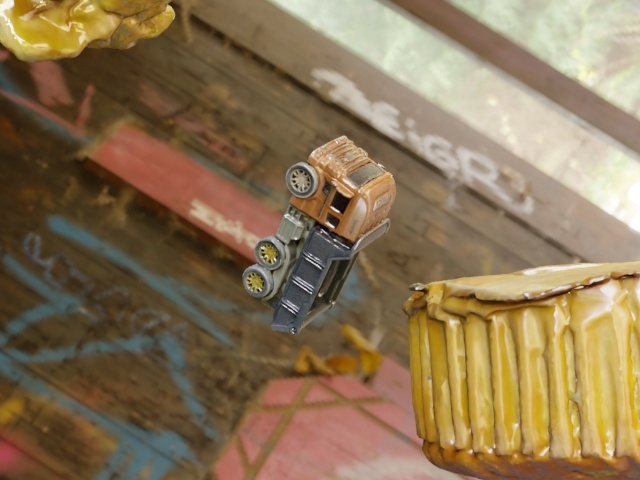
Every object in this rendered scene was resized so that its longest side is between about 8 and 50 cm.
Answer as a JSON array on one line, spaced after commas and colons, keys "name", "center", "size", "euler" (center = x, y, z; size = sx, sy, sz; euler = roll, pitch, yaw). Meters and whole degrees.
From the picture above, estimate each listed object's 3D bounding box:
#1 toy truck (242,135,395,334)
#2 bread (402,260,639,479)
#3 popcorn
[{"name": "toy truck", "center": [0.000, 0.000, 1.137], "size": [0.083, 0.092, 0.192], "euler": [-32, -28, -54]}, {"name": "bread", "center": [0.140, 0.061, 0.568], "size": [0.199, 0.199, 0.104], "euler": [51, -147, -88]}, {"name": "popcorn", "center": [-0.231, -0.268, 1.092], "size": [0.190, 0.253, 0.191], "euler": [16, 115, 59]}]
